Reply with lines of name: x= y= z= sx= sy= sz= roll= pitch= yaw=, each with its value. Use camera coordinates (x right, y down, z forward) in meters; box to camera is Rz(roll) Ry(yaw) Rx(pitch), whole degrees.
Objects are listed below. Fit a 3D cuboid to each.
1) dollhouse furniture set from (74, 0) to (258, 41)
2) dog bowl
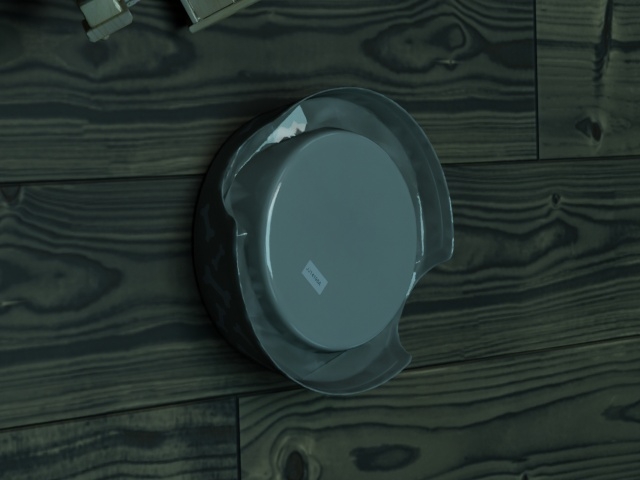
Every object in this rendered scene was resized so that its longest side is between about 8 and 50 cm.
dollhouse furniture set: x=-0.086 y=-0.273 z=1.985 sx=0.303 sy=0.355 sz=0.174 roll=-28 pitch=115 yaw=1
dog bowl: x=0.000 y=0.000 z=2.259 sx=0.349 sy=0.102 sz=0.348 roll=-1 pitch=91 yaw=-44
